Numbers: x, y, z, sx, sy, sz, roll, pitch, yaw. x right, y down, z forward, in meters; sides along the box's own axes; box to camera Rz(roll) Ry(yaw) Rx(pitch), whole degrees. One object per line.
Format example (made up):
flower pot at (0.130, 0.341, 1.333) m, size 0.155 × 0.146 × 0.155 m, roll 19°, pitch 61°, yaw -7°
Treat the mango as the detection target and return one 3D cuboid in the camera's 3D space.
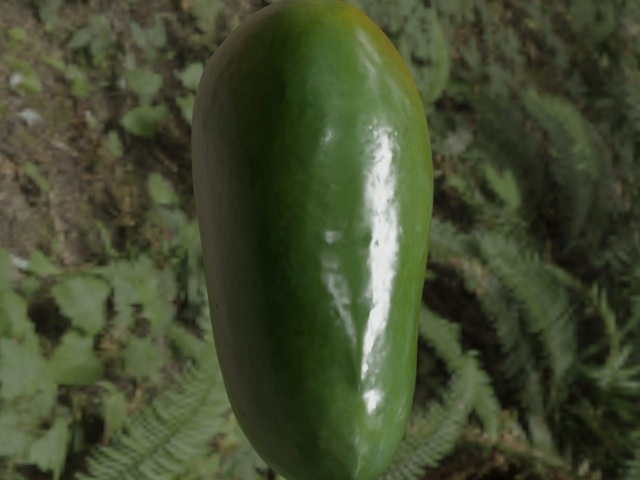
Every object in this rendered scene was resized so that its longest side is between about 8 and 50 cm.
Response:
mango at (0.000, 0.000, 0.643) m, size 0.114 × 0.156 × 0.251 m, roll -1°, pitch 72°, yaw -24°
